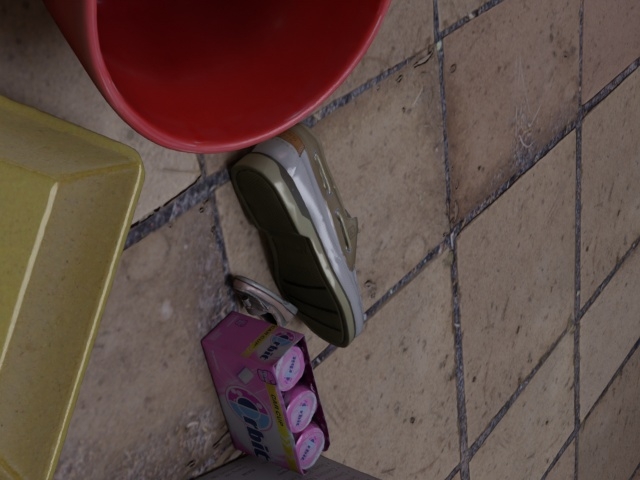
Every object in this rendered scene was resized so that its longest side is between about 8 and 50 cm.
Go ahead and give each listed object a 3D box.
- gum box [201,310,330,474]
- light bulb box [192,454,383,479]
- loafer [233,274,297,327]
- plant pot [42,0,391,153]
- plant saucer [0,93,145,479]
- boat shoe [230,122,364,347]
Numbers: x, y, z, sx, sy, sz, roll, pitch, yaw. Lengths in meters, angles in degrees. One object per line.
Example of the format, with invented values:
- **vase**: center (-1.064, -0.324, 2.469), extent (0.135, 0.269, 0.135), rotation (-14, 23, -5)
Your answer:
- **gum box**: center (-0.061, 0.185, 1.167), extent (0.062, 0.107, 0.188), rotation (-44, 135, -38)
- **light bulb box**: center (-0.020, 0.419, 1.087), extent (0.358, 0.361, 0.225), rotation (-12, 112, -53)
- **loafer**: center (-0.068, 0.078, 1.177), extent (0.039, 0.045, 0.125), rotation (-63, 147, -7)
- **plant pot**: center (-0.113, -0.241, 0.764), extent (0.275, 0.243, 0.274), rotation (-26, 137, -27)
- **plant saucer**: center (-0.315, 0.041, 0.770), extent (0.333, 0.081, 0.332), rotation (21, 84, -57)
- **boat shoe**: center (0.000, 0.000, 1.179), extent (0.103, 0.113, 0.302), rotation (-47, 135, -30)
